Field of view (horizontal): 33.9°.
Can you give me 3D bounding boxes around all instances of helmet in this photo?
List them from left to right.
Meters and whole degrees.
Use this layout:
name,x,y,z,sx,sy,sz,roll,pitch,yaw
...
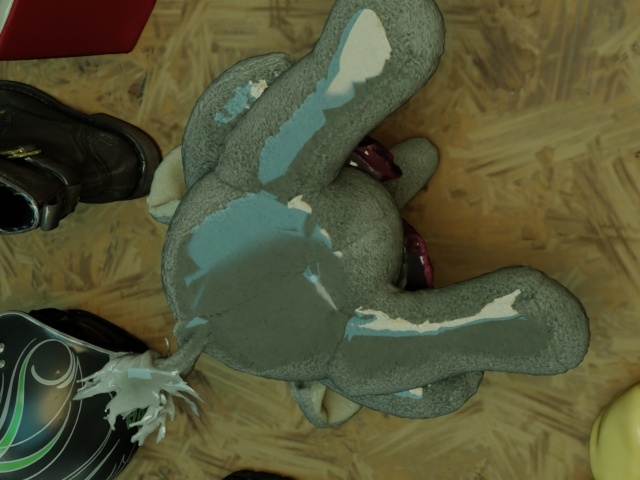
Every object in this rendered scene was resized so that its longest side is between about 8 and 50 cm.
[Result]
name,x,y,z,sx,sy,sz,roll,pitch,yaw
helmet,-0.234,0.145,0.900,0.169,0.169,0.161,23,92,14

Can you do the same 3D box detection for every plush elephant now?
name,x,y,z,sx,sy,sz,roll,pitch,yaw
plush elephant,0.000,0.000,0.751,0.330,0.255,0.272,-33,99,16

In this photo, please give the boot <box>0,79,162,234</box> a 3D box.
name,x,y,z,sx,sy,sz,roll,pitch,yaw
boot,-0.272,-0.067,0.829,0.263,0.229,0.091,11,105,18

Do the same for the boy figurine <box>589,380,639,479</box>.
name,x,y,z,sx,sy,sz,roll,pitch,yaw
boy figurine,0.244,0.242,0.784,0.177,0.092,0.285,-9,98,22

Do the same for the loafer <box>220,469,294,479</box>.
name,x,y,z,sx,sy,sz,roll,pitch,yaw
loafer,0.008,0.255,0.886,0.223,0.076,0.078,8,109,23

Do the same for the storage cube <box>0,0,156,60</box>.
name,x,y,z,sx,sy,sz,roll,pitch,yaw
storage cube,-0.226,-0.259,0.791,0.183,0.193,0.215,33,110,11
